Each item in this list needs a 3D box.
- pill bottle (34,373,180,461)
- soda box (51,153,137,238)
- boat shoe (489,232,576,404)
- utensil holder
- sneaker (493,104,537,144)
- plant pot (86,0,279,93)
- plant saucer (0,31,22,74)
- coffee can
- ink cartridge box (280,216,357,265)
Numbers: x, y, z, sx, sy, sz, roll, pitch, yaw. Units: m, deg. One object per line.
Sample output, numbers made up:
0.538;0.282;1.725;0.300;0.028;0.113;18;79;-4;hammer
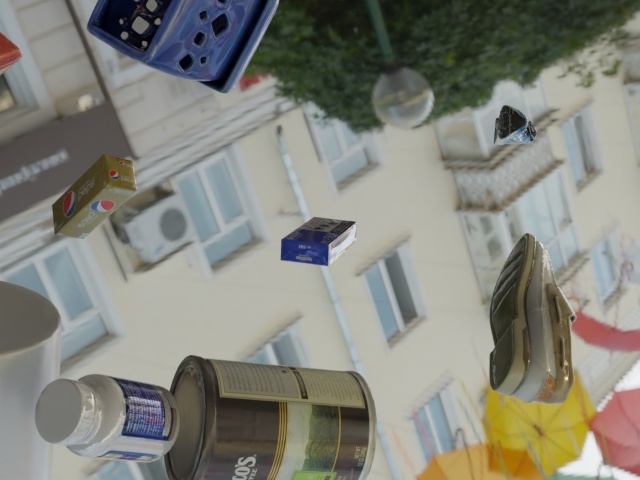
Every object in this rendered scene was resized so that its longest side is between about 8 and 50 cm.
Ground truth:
-0.288;0.239;1.324;0.112;0.112;0.186;-7;162;29;pill bottle
-0.382;-0.072;1.644;0.058;0.061;0.181;11;146;-42;soda box
0.317;0.119;1.447;0.103;0.113;0.302;22;-134;-6;boat shoe
-0.558;0.282;1.466;0.327;0.386;0.327;9;-164;-3;utensil holder
0.362;-0.209;1.787;0.073;0.063;0.162;4;180;2;sneaker
-0.222;-0.391;1.665;0.236;0.212;0.236;32;-84;44;plant pot
-0.523;-0.234;1.138;0.258;0.259;0.048;-23;-142;37;plant saucer
-0.080;0.288;1.503;0.275;0.202;0.201;8;-170;-24;coffee can
0.000;0.000;1.932;0.097;0.046;0.207;7;-164;16;ink cartridge box
